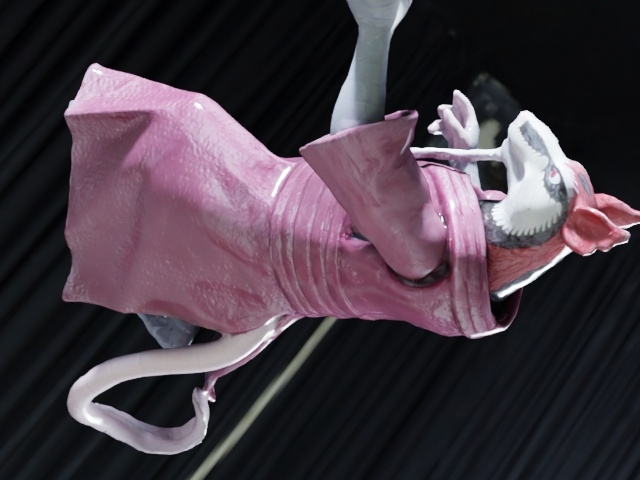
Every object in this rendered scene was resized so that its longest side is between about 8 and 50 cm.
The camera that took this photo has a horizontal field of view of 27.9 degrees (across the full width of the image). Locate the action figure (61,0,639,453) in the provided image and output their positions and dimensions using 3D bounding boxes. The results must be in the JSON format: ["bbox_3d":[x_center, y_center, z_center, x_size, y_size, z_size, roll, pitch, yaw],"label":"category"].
[{"bbox_3d":[0.000,0.000,0.751,0.370,0.275,0.248,6,-16,35],"label":"action figure"}]
